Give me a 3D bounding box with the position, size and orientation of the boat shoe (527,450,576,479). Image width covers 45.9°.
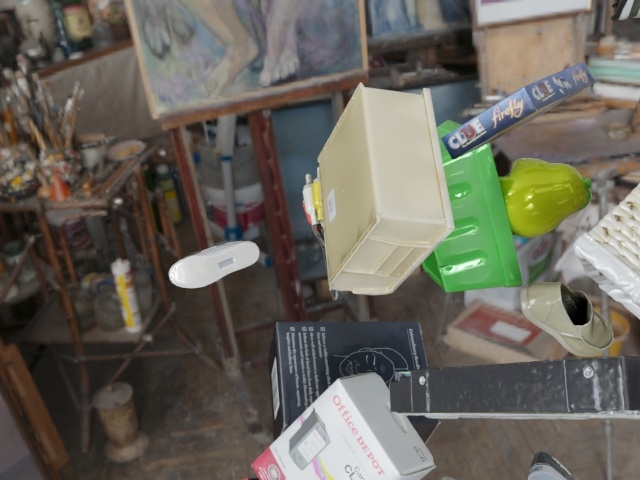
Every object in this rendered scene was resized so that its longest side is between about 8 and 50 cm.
[{"bbox_3d":[0.629,0.656,1.889,0.113,0.306,0.105,-42,5,32],"label":"boat shoe"}]

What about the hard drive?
[{"bbox_3d":[0.278,0.182,0.904,0.237,0.064,0.339,10,-16,-36],"label":"hard drive"}]

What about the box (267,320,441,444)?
[{"bbox_3d":[0.074,0.386,1.976,0.396,0.212,0.293,1,52,-10],"label":"box"}]

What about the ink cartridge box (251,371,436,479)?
[{"bbox_3d":[0.037,0.438,1.481,0.131,0.306,0.226,2,45,-50],"label":"ink cartridge box"}]

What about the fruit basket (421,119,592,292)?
[{"bbox_3d":[0.388,-0.090,1.684,0.392,0.391,0.283,-11,18,-9],"label":"fruit basket"}]

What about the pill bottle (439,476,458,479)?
[{"bbox_3d":[0.243,0.585,1.488,0.119,0.208,0.119,28,0,0],"label":"pill bottle"}]

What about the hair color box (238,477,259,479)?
[{"bbox_3d":[-0.141,0.550,1.628,0.043,0.141,0.072,-17,70,13],"label":"hair color box"}]

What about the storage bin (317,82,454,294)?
[{"bbox_3d":[0.091,-0.076,1.255,0.123,0.260,0.262,4,61,-18],"label":"storage bin"}]

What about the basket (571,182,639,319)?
[{"bbox_3d":[0.604,0.054,1.119,0.331,0.266,0.328,48,11,29],"label":"basket"}]

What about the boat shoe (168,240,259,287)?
[{"bbox_3d":[-0.214,0.041,1.503,0.184,0.066,0.063,-25,15,-17],"label":"boat shoe"}]

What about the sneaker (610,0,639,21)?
[{"bbox_3d":[0.614,-0.407,1.179,0.258,0.169,0.448,13,9,42],"label":"sneaker"}]

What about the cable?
[{"bbox_3d":[0.000,0.000,1.551,0.072,0.139,0.287,4,62,-15],"label":"cable"}]

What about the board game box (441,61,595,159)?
[{"bbox_3d":[0.323,-0.212,1.226,0.165,0.042,0.243,-30,-2,43],"label":"board game box"}]

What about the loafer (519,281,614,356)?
[{"bbox_3d":[0.510,0.157,1.511,0.092,0.269,0.101,-26,48,46],"label":"loafer"}]
